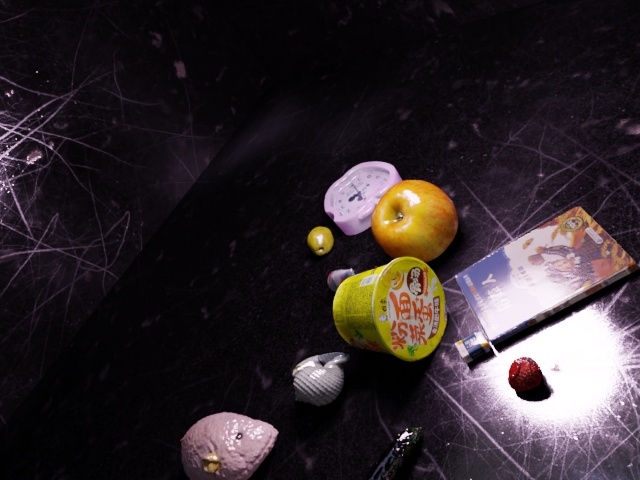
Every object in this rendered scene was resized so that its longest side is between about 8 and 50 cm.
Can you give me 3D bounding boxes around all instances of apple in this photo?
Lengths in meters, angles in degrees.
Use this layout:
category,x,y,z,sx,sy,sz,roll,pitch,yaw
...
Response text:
category,x,y,z,sx,sy,sz,roll,pitch,yaw
apple,0.309,-0.073,1.958,0.302,0.301,0.301,-26,35,20

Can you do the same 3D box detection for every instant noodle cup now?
category,x,y,z,sx,sy,sz,roll,pitch,yaw
instant noodle cup,0.198,0.208,1.739,0.222,0.311,0.311,-11,41,51

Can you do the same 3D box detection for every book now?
category,x,y,z,sx,sy,sz,roll,pitch,yaw
book,0.621,0.093,1.654,0.428,0.039,0.300,-32,33,12

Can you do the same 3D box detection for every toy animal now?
category,x,y,z,sx,sy,sz,roll,pitch,yaw
toy animal,-0.314,0.649,1.789,0.359,0.188,0.226,-14,35,36

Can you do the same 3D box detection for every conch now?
category,x,y,z,sx,sy,sz,roll,pitch,yaw
conch,0.008,0.433,1.782,0.200,0.131,0.172,-17,2,-15

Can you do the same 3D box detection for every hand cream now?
category,x,y,z,sx,sy,sz,roll,pitch,yaw
hand cream,0.083,0.151,1.994,0.078,0.124,0.341,-15,2,-8

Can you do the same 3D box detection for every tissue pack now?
category,x,y,z,sx,sy,sz,roll,pitch,yaw
tissue pack,0.425,0.294,1.606,0.083,0.042,0.062,-33,36,11

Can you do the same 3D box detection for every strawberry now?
category,x,y,z,sx,sy,sz,roll,pitch,yaw
strawberry,0.508,0.334,1.448,0.096,0.083,0.083,-67,27,20

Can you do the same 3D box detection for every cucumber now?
category,x,y,z,sx,sy,sz,roll,pitch,yaw
cucumber,0.165,0.594,1.483,0.072,0.072,0.300,14,59,52

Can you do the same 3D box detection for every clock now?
category,x,y,z,sx,sy,sz,roll,pitch,yaw
clock,0.178,-0.178,2.372,0.339,0.102,0.338,-26,36,21

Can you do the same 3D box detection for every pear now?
category,x,y,z,sx,sy,sz,roll,pitch,yaw
pear,0.000,0.000,2.327,0.107,0.107,0.131,-26,39,21
